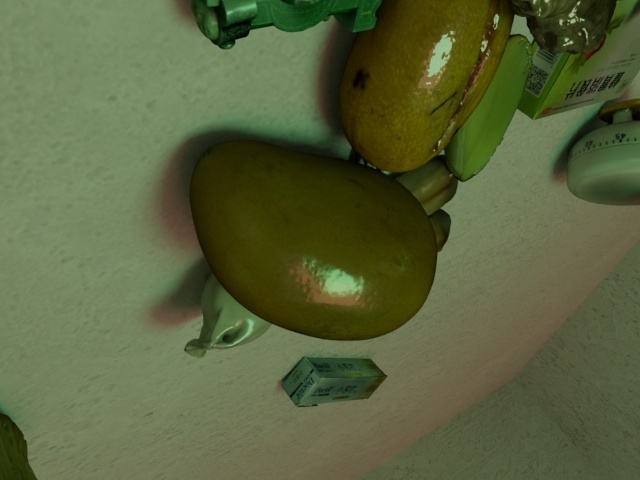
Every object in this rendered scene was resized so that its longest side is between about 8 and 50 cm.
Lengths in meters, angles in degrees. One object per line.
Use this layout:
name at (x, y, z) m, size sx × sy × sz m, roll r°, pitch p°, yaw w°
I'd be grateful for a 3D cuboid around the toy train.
toy train at (-0.024, -0.209, 0.422) m, size 0.178 × 0.071 × 0.105 m, roll -22°, pitch 150°, yaw -26°

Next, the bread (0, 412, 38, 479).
bread at (-0.440, 0.297, 0.574) m, size 0.253 × 0.142 × 0.227 m, roll -30°, pitch 150°, yaw -11°

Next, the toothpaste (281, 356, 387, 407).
toothpaste at (0.038, 0.306, 1.192) m, size 0.089 × 0.071 × 0.312 m, roll -51°, pitch 148°, yaw 12°

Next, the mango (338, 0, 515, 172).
mango at (0.112, -0.196, 0.538) m, size 0.177 × 0.120 × 0.295 m, roll -19°, pitch 145°, yaw -34°

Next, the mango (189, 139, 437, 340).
mango at (0.000, 0.000, 0.595) m, size 0.317 × 0.212 × 0.172 m, roll 19°, pitch 151°, yaw -37°

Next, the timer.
timer at (0.612, -0.123, 1.064) m, size 0.233 × 0.233 × 0.240 m, roll 30°, pitch 64°, yaw -59°

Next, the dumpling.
dumpling at (-0.103, 0.076, 0.695) m, size 0.099 × 0.170 × 0.134 m, roll 20°, pitch 160°, yaw -13°

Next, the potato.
potato at (0.211, -0.178, 0.719) m, size 0.119 × 0.054 × 0.198 m, roll -22°, pitch 135°, yaw -30°

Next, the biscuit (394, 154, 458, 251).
biscuit at (0.090, 0.006, 0.844) m, size 0.290 × 0.062 × 0.237 m, roll -34°, pitch 149°, yaw -12°

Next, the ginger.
ginger at (0.251, -0.284, 0.527) m, size 0.333 × 0.080 × 0.166 m, roll -57°, pitch 134°, yaw -32°

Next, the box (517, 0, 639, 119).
box at (0.413, -0.288, 0.808) m, size 0.260 × 0.062 × 0.175 m, roll -20°, pitch 144°, yaw -32°

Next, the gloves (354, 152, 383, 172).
gloves at (0.063, -0.097, 0.715) m, size 0.064 × 0.026 × 0.086 m, roll -35°, pitch 145°, yaw -10°
